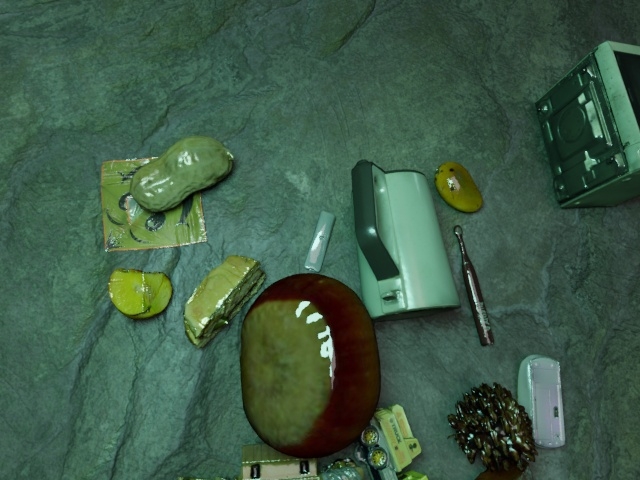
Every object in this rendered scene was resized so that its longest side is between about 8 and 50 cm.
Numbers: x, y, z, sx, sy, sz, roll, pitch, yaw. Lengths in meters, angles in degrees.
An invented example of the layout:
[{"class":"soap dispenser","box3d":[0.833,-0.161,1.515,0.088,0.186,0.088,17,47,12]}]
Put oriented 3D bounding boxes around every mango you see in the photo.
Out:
[{"class":"mango","box3d":[0.422,-0.160,1.285,0.115,0.090,0.178,-30,89,-22]}]

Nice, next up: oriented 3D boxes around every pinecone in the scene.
[{"class":"pinecone","box3d":[0.429,0.475,1.061,0.221,0.221,0.222,2,75,-7]}]

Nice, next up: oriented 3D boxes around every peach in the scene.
[{"class":"peach","box3d":[-0.470,0.135,1.069,0.151,0.118,0.151,17,66,-44]}]

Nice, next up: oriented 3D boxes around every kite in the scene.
[{"class":"kite","box3d":[-0.487,-0.092,1.180,0.377,0.013,0.327,40,74,2]}]

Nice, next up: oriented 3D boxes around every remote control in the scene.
[{"class":"remote control","box3d":[0.000,0.000,1.214,0.049,0.027,0.184,17,74,-2]}]

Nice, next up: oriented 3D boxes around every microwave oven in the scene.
[{"class":"microwave oven","box3d":[0.866,-0.335,1.262,0.247,0.333,0.395,-2,74,-12]}]

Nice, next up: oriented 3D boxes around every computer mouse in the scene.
[{"class":"computer mouse","box3d":[0.617,0.445,1.162,0.125,0.056,0.245,5,74,-7]}]

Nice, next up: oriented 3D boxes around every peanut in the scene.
[{"class":"peanut","box3d":[-0.380,-0.194,1.134,0.291,0.159,0.143,-32,60,-14]}]

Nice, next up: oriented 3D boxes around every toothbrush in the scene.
[{"class":"toothbrush","box3d":[0.447,0.127,1.235,0.040,0.041,0.364,-8,76,-10]}]

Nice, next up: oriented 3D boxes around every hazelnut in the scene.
[{"class":"hazelnut","box3d":[-0.026,0.284,0.989,0.359,0.359,0.410,3,72,-7]}]

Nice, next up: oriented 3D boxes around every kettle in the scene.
[{"class":"kettle","box3d":[0.185,0.007,1.086,0.250,0.361,0.377,-17,70,31]}]

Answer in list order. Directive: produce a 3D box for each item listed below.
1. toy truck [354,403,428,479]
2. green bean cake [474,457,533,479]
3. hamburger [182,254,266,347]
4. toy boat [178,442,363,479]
[{"class":"toy truck","box3d":[0.184,0.554,1.043,0.157,0.124,0.272,-16,75,-20]},{"class":"green bean cake","box3d":[0.437,0.670,1.034,0.232,0.097,0.199,-9,80,-28]},{"class":"hamburger","box3d":[-0.268,0.151,1.098,0.131,0.124,0.262,31,68,21]},{"class":"toy boat","box3d":[-0.119,0.571,0.993,0.445,0.136,0.162,-3,71,-7]}]
